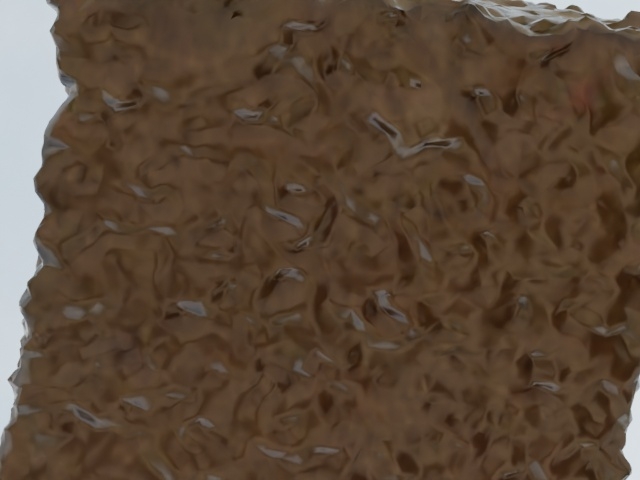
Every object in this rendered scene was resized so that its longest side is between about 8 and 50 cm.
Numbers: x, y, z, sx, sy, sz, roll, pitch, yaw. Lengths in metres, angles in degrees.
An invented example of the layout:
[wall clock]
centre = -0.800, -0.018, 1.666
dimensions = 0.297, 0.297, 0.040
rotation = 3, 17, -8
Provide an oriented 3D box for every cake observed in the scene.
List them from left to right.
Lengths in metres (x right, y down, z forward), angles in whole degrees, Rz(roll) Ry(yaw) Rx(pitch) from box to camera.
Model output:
[cake]
centre = 0.000, 0.000, 0.426
dimensions = 0.135, 0.135, 0.147
rotation = 9, -174, -7
